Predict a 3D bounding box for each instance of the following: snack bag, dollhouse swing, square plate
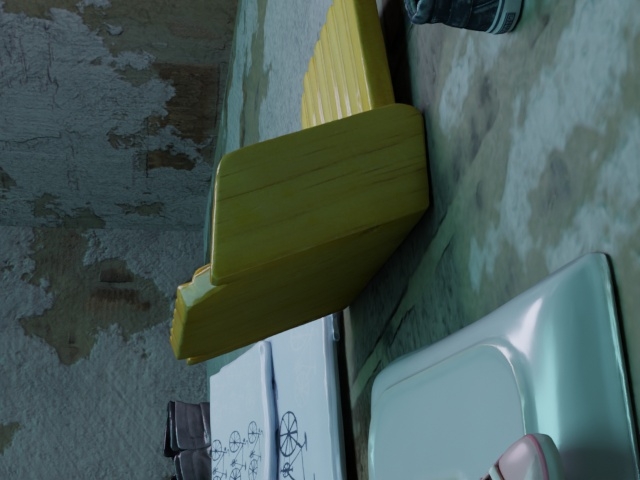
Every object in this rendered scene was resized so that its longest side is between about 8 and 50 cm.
[{"bbox_3d":[-0.068,0.280,1.228,0.342,0.037,0.323,-38,47,46],"label":"snack bag"},{"bbox_3d":[-0.062,-0.078,1.001,0.347,0.315,0.304,121,129,-67],"label":"dollhouse swing"},{"bbox_3d":[0.106,0.219,0.615,0.347,0.049,0.343,132,140,-63],"label":"square plate"}]

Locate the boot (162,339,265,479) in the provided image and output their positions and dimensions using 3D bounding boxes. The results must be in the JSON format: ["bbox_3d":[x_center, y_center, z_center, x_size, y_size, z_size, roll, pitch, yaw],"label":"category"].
[{"bbox_3d":[-0.148,0.269,1.448,0.118,0.223,0.338,106,161,-51],"label":"boot"}]

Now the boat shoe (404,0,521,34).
[{"bbox_3d":[0.103,-0.247,0.685,0.065,0.083,0.183,119,151,-65],"label":"boat shoe"}]

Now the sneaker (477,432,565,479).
[{"bbox_3d":[0.086,0.165,0.494,0.051,0.070,0.134,-109,30,-57],"label":"sneaker"}]
